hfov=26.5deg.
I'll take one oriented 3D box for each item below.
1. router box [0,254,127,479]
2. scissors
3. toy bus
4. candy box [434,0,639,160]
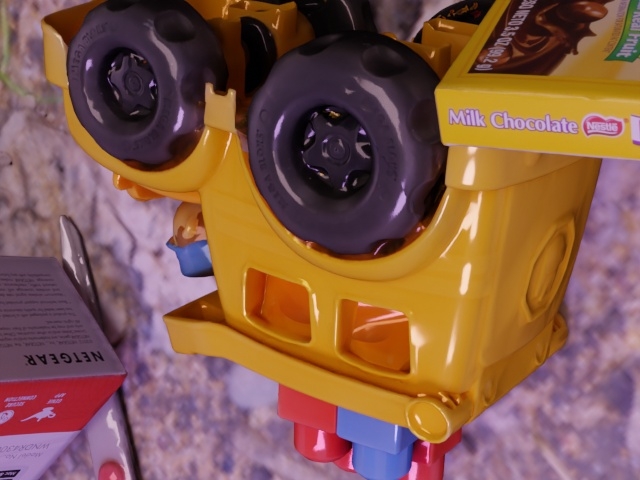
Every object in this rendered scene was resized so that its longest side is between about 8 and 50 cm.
[{"bbox_3d":[-0.298,0.131,0.602,0.301,0.335,0.082,-48,64,24],"label":"router box"},{"bbox_3d":[-0.107,0.140,0.684,0.109,0.021,0.297,-32,78,25],"label":"scissors"},{"bbox_3d":[0.000,0.000,0.568,0.220,0.149,0.211,18,116,29],"label":"toy bus"},{"bbox_3d":[0.124,-0.092,0.463,0.105,0.206,0.027,9,131,25],"label":"candy box"}]
